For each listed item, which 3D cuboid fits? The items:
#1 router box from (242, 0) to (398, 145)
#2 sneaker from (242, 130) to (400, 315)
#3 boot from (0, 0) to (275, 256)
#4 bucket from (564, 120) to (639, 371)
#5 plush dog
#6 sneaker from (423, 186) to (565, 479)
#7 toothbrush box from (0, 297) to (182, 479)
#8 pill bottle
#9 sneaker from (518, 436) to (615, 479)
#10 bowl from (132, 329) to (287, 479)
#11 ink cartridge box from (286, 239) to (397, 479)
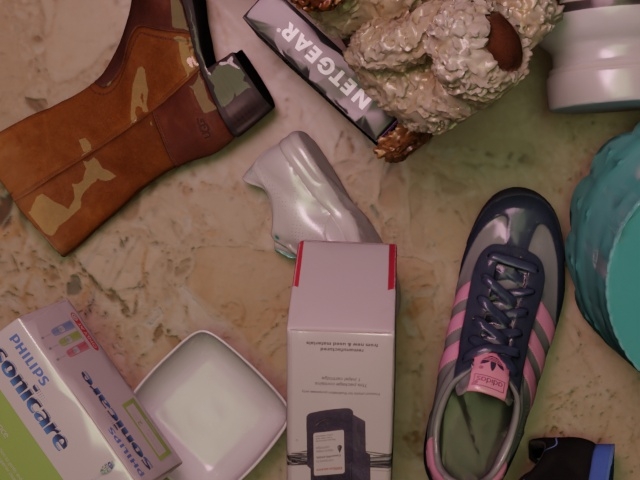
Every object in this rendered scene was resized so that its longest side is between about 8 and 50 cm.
[{"bbox_3d":[0.008,-0.167,1.571,0.179,0.133,0.046,43,93,2],"label":"router box"},{"bbox_3d":[0.000,0.000,1.610,0.094,0.080,0.212,-33,82,16],"label":"sneaker"},{"bbox_3d":[-0.226,-0.163,1.627,0.280,0.096,0.264,-32,96,10],"label":"boot"},{"bbox_3d":[0.371,0.019,1.496,0.281,0.183,0.281,0,104,0],"label":"bucket"},{"bbox_3d":[0.065,-0.207,1.416,0.225,0.262,0.210,48,122,-6],"label":"plush dog"},{"bbox_3d":[0.175,0.104,1.561,0.112,0.131,0.319,10,90,4],"label":"sneaker"},{"bbox_3d":[-0.316,0.224,1.571,0.283,0.122,0.206,-37,88,17],"label":"toothbrush box"},{"bbox_3d":[0.276,-0.267,1.539,0.162,0.162,0.278,-3,89,4],"label":"pill bottle"},{"bbox_3d":[0.224,0.275,1.528,0.090,0.232,0.081,5,124,16],"label":"sneaker"},{"bbox_3d":[-0.114,0.176,1.619,0.142,0.053,0.142,44,92,3],"label":"bowl"},{"bbox_3d":[0.021,0.143,1.509,0.100,0.172,0.237,2,118,2],"label":"ink cartridge box"}]
